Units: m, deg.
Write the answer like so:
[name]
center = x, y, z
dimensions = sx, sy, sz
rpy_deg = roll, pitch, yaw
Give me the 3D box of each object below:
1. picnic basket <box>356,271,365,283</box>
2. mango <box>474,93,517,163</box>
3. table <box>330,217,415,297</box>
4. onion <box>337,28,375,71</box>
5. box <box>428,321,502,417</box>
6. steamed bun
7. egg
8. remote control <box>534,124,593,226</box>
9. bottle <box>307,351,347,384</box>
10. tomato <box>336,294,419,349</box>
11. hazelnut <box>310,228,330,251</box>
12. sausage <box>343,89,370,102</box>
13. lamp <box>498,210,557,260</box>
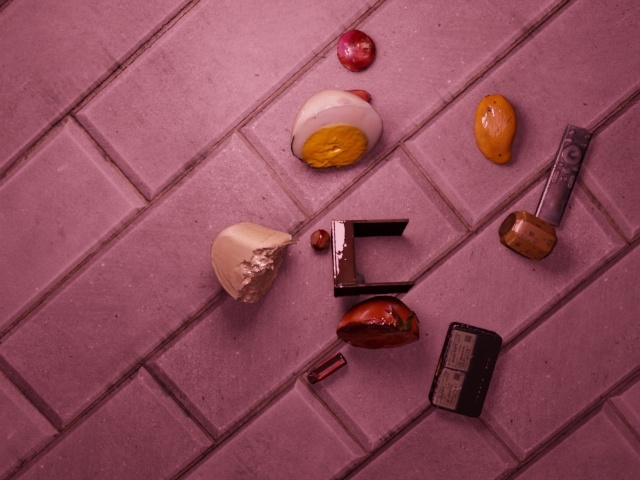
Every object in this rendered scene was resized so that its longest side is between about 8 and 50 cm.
[picnic basket]
center = 0.132, 0.153, 1.890
dimensions = 0.083, 0.065, 0.084
rpy_deg = -9, 101, -16
[mango]
center = 0.655, -0.412, 1.815
dimensions = 0.157, 0.109, 0.262
rpy_deg = -14, 98, -3
[table]
center = 0.183, 0.064, 1.777
dimensions = 0.281, 0.196, 0.251
rpy_deg = -2, 72, 0
[onion]
center = 0.139, -0.690, 1.765
dimensions = 0.149, 0.140, 0.150
rpy_deg = -4, 104, -15
[box]
center = 0.572, 0.511, 1.935
dimensions = 0.211, 0.058, 0.351
rpy_deg = 16, 95, 0
[steamed bun]
center = -0.260, 0.085, 1.775
dimensions = 0.273, 0.290, 0.273
rpy_deg = 21, 101, 15
[egg]
center = 0.037, -0.420, 1.736
dimensions = 0.336, 0.337, 0.201
rpy_deg = -19, 60, 1
[remote control]
center = 0.927, -0.246, 1.868
dimensions = 0.107, 0.044, 0.378
rpy_deg = 18, 96, -6
[bottle]
center = 0.022, 0.506, 1.926
dimensions = 0.164, 0.060, 0.060
rpy_deg = -35, 95, 3
[tomato]
center = 0.215, 0.292, 1.840
dimensions = 0.308, 0.309, 0.170
rpy_deg = 9, 59, -2
[hazelnut]
center = 0.000, 0.000, 1.869
dimensions = 0.086, 0.086, 0.087
rpy_deg = 0, 96, -1
[sausage]
center = 0.116, -0.523, 1.816
dimensions = 0.141, 0.076, 0.076
rpy_deg = 0, 96, -1
[lamp]
center = 0.779, -0.018, 1.836
dimensions = 0.184, 0.161, 0.161
rpy_deg = 27, 95, -7
